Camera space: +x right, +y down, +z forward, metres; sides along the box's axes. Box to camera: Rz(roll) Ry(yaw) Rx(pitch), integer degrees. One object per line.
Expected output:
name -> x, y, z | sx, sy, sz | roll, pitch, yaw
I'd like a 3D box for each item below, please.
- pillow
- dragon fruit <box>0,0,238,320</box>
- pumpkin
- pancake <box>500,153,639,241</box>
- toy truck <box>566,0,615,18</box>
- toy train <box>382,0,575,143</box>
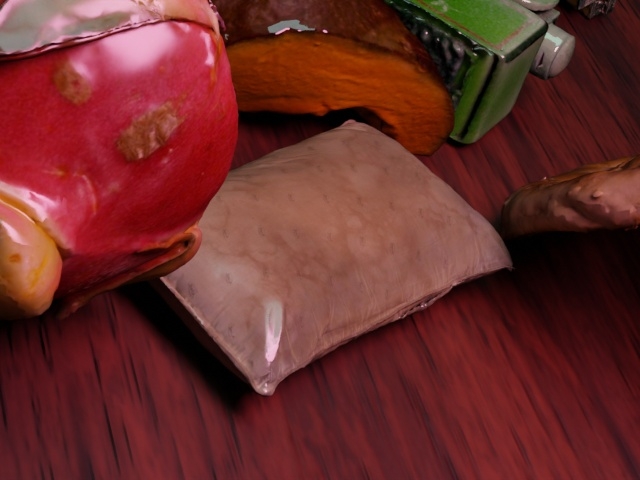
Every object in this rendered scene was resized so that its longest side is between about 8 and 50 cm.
pillow -> 0.000, 0.000, 1.196 | 0.185, 0.075, 0.302 | 43, 40, 22
dragon fruit -> -0.220, -0.066, 0.977 | 0.305, 0.305, 0.226 | 38, 52, 17
pumpkin -> -0.025, -0.182, 1.331 | 0.312, 0.148, 0.169 | 9, 58, -29
pancake -> 0.298, -0.066, 1.271 | 0.356, 0.356, 0.065 | -18, 88, -45
toy truck -> 0.207, -0.335, 1.741 | 0.135, 0.128, 0.259 | -34, 64, -23
toy train -> 0.100, -0.204, 1.478 | 0.243, 0.132, 0.188 | 35, 41, 16
